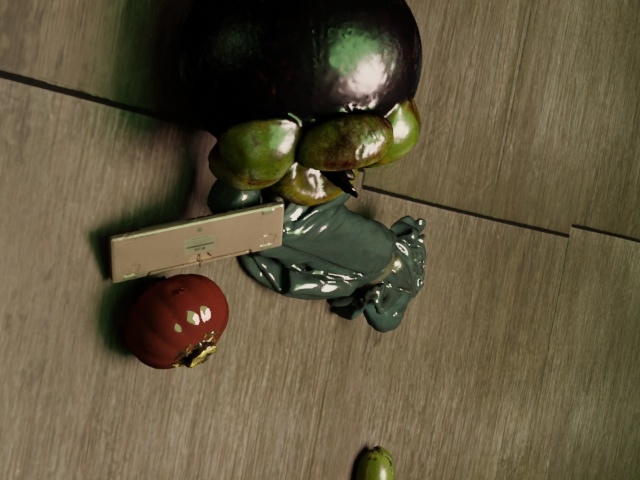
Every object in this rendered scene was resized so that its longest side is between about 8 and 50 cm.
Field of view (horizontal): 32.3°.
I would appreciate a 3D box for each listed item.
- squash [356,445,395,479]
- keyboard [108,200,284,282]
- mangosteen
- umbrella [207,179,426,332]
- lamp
[{"bbox_3d":[0.060,0.347,1.382,0.052,0.052,0.183,3,100,-53],"label":"squash"},{"bbox_3d":[-0.113,0.000,1.015,0.166,0.017,0.055,-13,131,-21],"label":"keyboard"},{"bbox_3d":[-0.016,-0.148,1.001,0.243,0.243,0.243,-18,113,-50],"label":"mangosteen"},{"bbox_3d":[-0.001,-0.003,1.170,0.349,0.094,0.143,24,85,-51],"label":"umbrella"},{"bbox_3d":[-0.132,0.074,1.021,0.101,0.090,0.101,-32,161,-13],"label":"lamp"}]
